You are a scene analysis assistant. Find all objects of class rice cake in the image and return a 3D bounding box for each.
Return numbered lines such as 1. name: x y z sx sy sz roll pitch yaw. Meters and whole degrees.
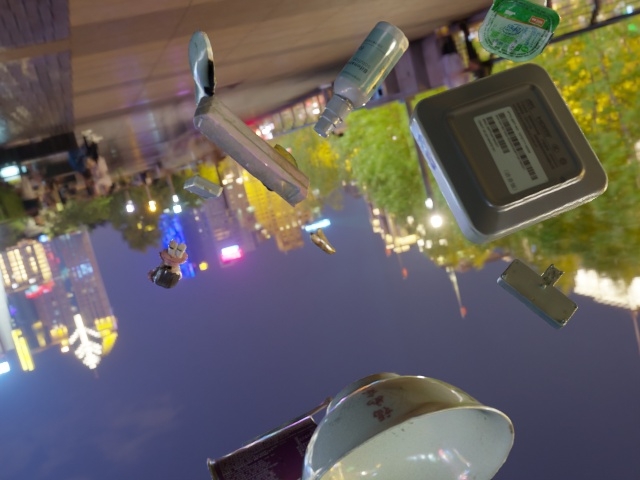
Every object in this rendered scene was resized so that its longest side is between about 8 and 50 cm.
1. rice cake: -0.138 -0.183 1.434 0.050 0.298 0.106 -39 -154 23

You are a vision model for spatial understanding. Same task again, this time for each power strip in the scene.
1. power strip: 0.621 0.127 1.917 0.145 0.216 0.061 -45 166 -23
2. power strip: -0.330 -0.146 1.915 0.081 0.035 0.192 25 172 -19

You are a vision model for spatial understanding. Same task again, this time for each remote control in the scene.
1. remote control: -0.254 -0.351 1.466 0.045 0.097 0.256 -17 162 -14

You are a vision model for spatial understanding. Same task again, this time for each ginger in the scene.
1. ginger: -0.001 -0.001 1.589 0.030 0.048 0.097 -22 144 24

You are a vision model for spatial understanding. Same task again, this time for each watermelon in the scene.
1. watermelon: -0.121 -0.182 1.890 0.075 0.092 0.181 -53 -167 35

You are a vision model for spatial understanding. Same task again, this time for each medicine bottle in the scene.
1. medicine bottle: 0.102 -0.435 1.897 0.352 0.110 0.110 -54 -166 -5

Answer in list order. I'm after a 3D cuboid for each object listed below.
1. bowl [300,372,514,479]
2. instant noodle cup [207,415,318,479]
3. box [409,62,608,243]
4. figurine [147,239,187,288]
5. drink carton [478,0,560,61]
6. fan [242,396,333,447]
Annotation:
1. bowl: 0.126 0.382 1.305 0.435 0.434 0.196 -17 -135 -14
2. instant noodle cup: -0.069 0.584 1.609 0.266 0.339 0.340 -31 -169 -11
3. box: 0.438 -0.211 1.600 0.373 0.367 0.090 -22 167 -13
4. figurine: -0.340 0.056 1.530 0.072 0.129 0.054 15 -138 -16
5. drink carton: 0.429 -0.493 1.494 0.146 0.144 0.142 19 -128 -4
6. fan: -0.088 0.498 1.850 0.282 0.057 0.023 -34 151 -1
